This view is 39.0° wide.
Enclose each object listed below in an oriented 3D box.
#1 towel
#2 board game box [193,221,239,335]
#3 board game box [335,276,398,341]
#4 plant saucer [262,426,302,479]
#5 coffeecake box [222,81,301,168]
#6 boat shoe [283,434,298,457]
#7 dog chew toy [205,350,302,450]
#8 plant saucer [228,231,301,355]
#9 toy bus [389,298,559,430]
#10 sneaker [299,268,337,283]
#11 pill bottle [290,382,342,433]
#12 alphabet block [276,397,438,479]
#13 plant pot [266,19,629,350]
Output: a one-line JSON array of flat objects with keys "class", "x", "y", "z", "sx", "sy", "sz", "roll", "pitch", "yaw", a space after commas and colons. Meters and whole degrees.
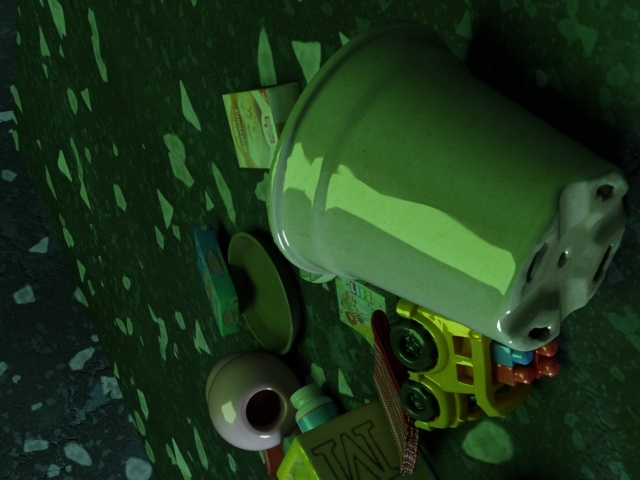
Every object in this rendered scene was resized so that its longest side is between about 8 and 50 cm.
[{"class": "towel", "x": 0.118, "y": 0.253, "z": 1.468, "sx": 0.275, "sy": 0.031, "sz": 0.199, "roll": 85, "pitch": 169, "yaw": -59}, {"class": "board game box", "x": -0.238, "y": 0.089, "z": 2.067, "sx": 0.160, "sy": 0.047, "sz": 0.210, "roll": 96, "pitch": 154, "yaw": -56}, {"class": "board game box", "x": 0.080, "y": 0.116, "z": 1.568, "sx": 0.154, "sy": 0.026, "sz": 0.104, "roll": 27, "pitch": 130, "yaw": 54}, {"class": "plant saucer", "x": -0.078, "y": 0.485, "z": 2.094, "sx": 0.259, "sy": 0.047, "sz": 0.259, "roll": 15, "pitch": 120, "yaw": 60}, {"class": "coffeecake box", "x": -0.096, "y": -0.206, "z": 1.638, "sx": 0.185, "sy": 0.068, "sz": 0.142, "roll": 9, "pitch": 114, "yaw": 60}, {"class": "boat shoe", "x": -0.004, "y": 0.511, "z": 1.887, "sx": 0.113, "sy": 0.104, "sz": 0.306, "roll": -120, "pitch": 15, "yaw": -57}, {"class": "dog chew toy", "x": -0.162, "y": 0.335, "z": 1.994, "sx": 0.332, "sy": 0.206, "sz": 0.207, "roll": -168, "pitch": 62, "yaw": -71}, {"class": "plant saucer", "x": -0.117, "y": 0.109, "z": 1.922, "sx": 0.278, "sy": 0.041, "sz": 0.278, "roll": 42, "pitch": 143, "yaw": 44}, {"class": "toy bus", "x": 0.223, "y": 0.167, "z": 1.234, "sx": 0.211, "sy": 0.149, "sz": 0.220, "roll": 15, "pitch": 124, "yaw": 40}, {"class": "sneaker", "x": 0.000, "y": 0.000, "z": 1.550, "sx": 0.225, "sy": 0.092, "sz": 0.088, "roll": 119, "pitch": 151, "yaw": -54}, {"class": "pill bottle", "x": 0.005, "y": 0.370, "z": 1.814, "sx": 0.160, "sy": 0.087, "sz": 0.087, "roll": 59, "pitch": 151, "yaw": 23}, {"class": "alphabet block", "x": 0.062, "y": 0.428, "z": 1.623, "sx": 0.193, "sy": 0.197, "sz": 0.192, "roll": 57, "pitch": 150, "yaw": 25}, {"class": "plant pot", "x": 0.164, "y": -0.043, "z": 1.035, "sx": 0.305, "sy": 0.333, "sz": 0.334, "roll": 32, "pitch": 136, "yaw": 35}]
